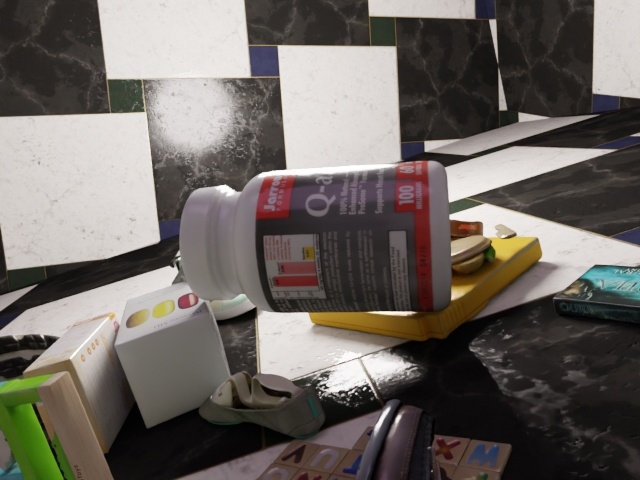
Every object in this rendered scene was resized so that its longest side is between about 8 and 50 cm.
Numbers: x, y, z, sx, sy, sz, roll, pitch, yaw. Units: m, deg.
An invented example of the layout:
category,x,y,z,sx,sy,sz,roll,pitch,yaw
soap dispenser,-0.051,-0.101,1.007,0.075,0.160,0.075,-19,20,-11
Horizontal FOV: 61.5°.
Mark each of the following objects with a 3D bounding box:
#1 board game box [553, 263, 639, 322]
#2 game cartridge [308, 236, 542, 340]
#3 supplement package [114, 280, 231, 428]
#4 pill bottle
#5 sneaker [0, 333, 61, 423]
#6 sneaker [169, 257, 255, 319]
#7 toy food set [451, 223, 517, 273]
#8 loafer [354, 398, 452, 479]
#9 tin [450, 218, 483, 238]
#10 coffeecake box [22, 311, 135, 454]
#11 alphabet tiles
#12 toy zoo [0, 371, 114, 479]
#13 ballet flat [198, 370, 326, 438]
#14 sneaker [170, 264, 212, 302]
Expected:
category,x,y,z,sx,sy,sz,roll,pitch,yaw
board game box,0.420,0.069,0.695,0.126,0.026,0.186,-24,15,-34
game cartridge,0.181,0.073,0.943,0.323,0.053,0.285,-29,18,-37
supplement package,-0.230,0.163,0.860,0.139,0.134,0.244,-19,13,-13
pill bottle,0.000,0.000,0.779,0.362,0.210,0.210,-2,15,11
sneaker,-0.587,0.261,0.921,0.410,0.158,0.182,-14,-6,-13
sneaker,-0.232,0.084,1.167,0.255,0.151,0.094,-3,17,42
toy food set,0.226,0.030,0.891,0.192,0.039,0.132,-21,6,12
loafer,0.052,0.227,0.324,0.095,0.109,0.302,6,30,17
tin,0.265,-0.020,1.121,0.106,0.040,0.189,-1,-3,-11
coffeecake box,-0.336,0.206,0.789,0.068,0.142,0.185,-16,12,0
alphabet tiles,0.033,0.237,0.498,0.237,0.009,0.198,-6,16,36
toy zoo,-0.344,0.241,0.534,0.293,0.192,0.030,-13,12,15
ballet flat,-0.083,0.197,0.682,0.213,0.068,0.072,-6,16,40
sneaker,-0.262,0.117,1.043,0.121,0.099,0.262,-48,-7,-46
